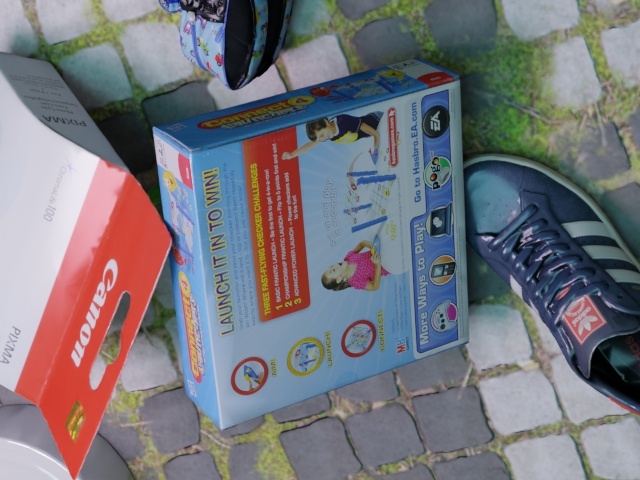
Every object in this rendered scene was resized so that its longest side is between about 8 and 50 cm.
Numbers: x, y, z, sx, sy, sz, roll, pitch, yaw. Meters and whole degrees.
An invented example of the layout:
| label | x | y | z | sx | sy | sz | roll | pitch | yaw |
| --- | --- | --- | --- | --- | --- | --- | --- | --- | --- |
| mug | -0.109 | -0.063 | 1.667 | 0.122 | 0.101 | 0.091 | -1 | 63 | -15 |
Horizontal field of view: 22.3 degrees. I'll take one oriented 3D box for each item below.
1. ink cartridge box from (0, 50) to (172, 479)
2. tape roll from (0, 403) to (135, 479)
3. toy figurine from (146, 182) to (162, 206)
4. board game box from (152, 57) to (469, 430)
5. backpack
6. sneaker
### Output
| label | x | y | z | sx | sy | sz | roll | pitch | yaw |
| --- | --- | --- | --- | --- | --- | --- | --- | --- | --- |
| ink cartridge box | -0.311 | 0.020 | 1.729 | 0.091 | 0.385 | 0.308 | 7 | 118 | -34 |
| tape roll | -0.363 | 0.346 | 1.979 | 0.286 | 0.100 | 0.286 | 6 | 110 | 15 |
| toy figurine | -0.093 | -0.010 | 1.781 | 0.173 | 0.130 | 0.159 | -17 | 114 | 43 |
| board game box | 0.000 | 0.000 | 1.639 | 0.302 | 0.086 | 0.308 | -17 | 118 | -25 |
| backpack | -0.093 | -0.251 | 1.669 | 0.117 | 0.158 | 0.173 | 18 | 125 | 19 |
| sneaker | 0.264 | 0.052 | 1.666 | 0.350 | 0.148 | 0.131 | 41 | 114 | 0 |
